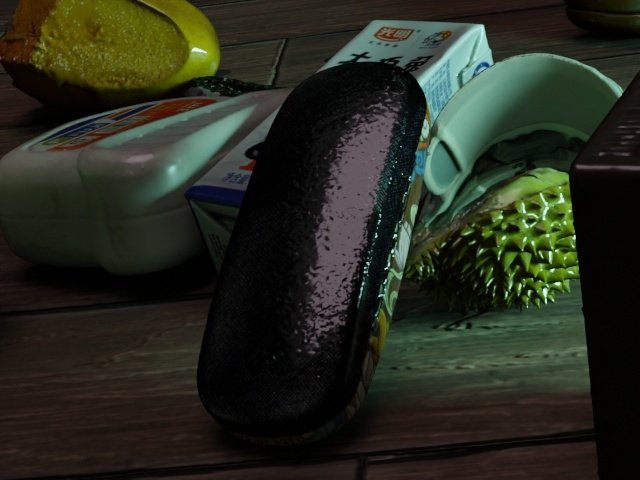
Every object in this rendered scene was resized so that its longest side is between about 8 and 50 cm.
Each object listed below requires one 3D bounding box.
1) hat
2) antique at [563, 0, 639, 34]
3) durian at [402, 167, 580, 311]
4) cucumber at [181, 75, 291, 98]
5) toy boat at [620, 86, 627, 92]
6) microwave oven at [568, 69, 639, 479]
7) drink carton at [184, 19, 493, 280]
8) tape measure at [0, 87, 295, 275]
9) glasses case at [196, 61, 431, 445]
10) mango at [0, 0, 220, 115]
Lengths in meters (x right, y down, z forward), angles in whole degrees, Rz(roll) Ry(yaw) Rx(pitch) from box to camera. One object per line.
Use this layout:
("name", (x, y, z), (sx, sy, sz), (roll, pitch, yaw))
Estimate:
("hat", (0.180, -0.090, 1.172), (0.219, 0.226, 0.164), (-2, 40, 12))
("antique", (0.446, -0.343, 1.758), (0.278, 0.129, 0.223), (-13, 20, -16))
("durian", (0.130, 0.011, 1.049), (0.208, 0.102, 0.146), (-19, -8, -17))
("cucumber", (-0.062, -0.137, 1.533), (0.265, 0.077, 0.077), (15, 32, 41))
("toy boat", (0.297, -0.121, 1.369), (0.066, 0.065, 0.172), (3, 9, -36))
("microwave oven", (0.262, 0.030, 0.788), (0.188, 0.248, 0.178), (1, 27, 26))
("drink carton", (0.030, -0.081, 1.238), (0.130, 0.107, 0.315), (11, 42, 36))
("tape measure", (-0.153, -0.056, 1.305), (0.265, 0.130, 0.258), (0, 21, 34))
("glasses case", (0.000, 0.000, 1.009), (0.122, 0.082, 0.321), (-3, 55, 28))
("mango", (-0.257, -0.246, 1.695), (0.350, 0.201, 0.199), (8, 35, 36))
